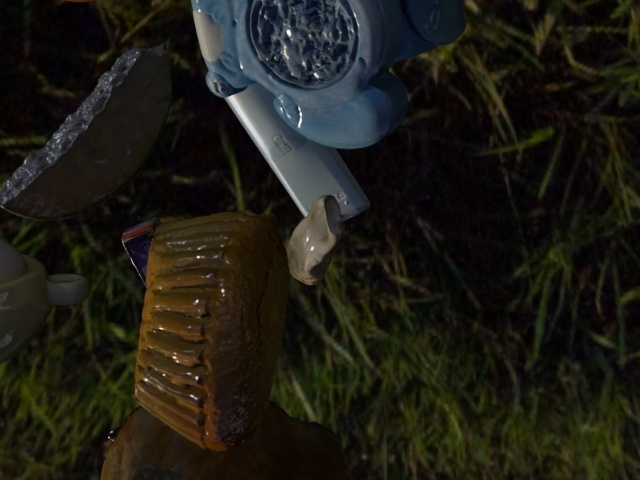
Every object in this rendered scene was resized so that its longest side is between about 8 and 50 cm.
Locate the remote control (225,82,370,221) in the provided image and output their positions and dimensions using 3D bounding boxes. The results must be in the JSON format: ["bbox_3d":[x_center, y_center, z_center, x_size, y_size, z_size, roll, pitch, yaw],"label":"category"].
[{"bbox_3d":[-0.045,-0.142,1.650,0.103,0.051,0.293,-27,109,24],"label":"remote control"}]

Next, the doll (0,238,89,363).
[{"bbox_3d":[-0.282,0.029,0.621,0.296,0.141,0.117,-8,100,-13],"label":"doll"}]

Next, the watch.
[{"bbox_3d":[0.015,-0.199,0.886,0.211,0.193,0.211,13,123,20],"label":"watch"}]

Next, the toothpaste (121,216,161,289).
[{"bbox_3d":[-0.183,0.065,1.380,0.047,0.040,0.196,-22,114,6],"label":"toothpaste"}]

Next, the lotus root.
[{"bbox_3d":[-0.124,0.343,1.218,0.316,0.250,0.316,-3,117,-5],"label":"lotus root"}]

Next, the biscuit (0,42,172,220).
[{"bbox_3d":[-0.266,-0.117,1.367,0.038,0.290,0.141,27,161,34],"label":"biscuit"}]

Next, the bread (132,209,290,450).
[{"bbox_3d":[-0.105,0.086,1.083,0.139,0.240,0.240,6,128,1],"label":"bread"}]

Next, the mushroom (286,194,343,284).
[{"bbox_3d":[-0.002,-0.003,1.256,0.054,0.059,0.202,-26,166,-18],"label":"mushroom"}]
